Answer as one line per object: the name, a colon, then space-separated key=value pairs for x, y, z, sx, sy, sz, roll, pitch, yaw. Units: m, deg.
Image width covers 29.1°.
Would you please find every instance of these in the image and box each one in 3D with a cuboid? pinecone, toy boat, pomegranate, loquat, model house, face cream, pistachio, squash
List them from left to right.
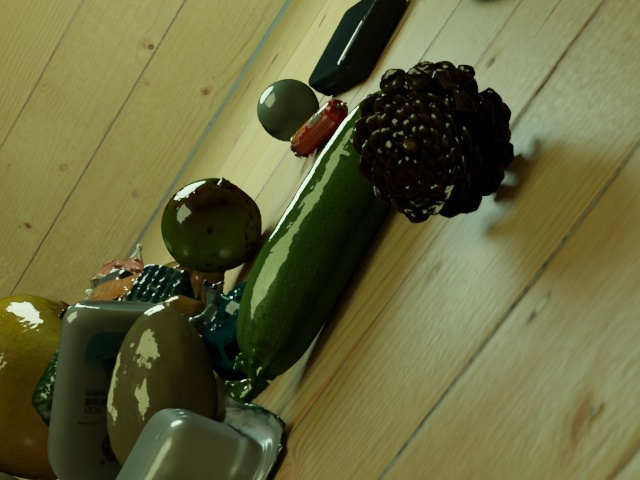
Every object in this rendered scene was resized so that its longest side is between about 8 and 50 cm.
loquat: x=-0.488 y=0.270 z=2.097 sx=0.359 sy=0.328 sz=0.328 roll=-55 pitch=12 yaw=0
face cream: x=-0.281 y=0.249 z=1.631 sx=0.080 sy=0.163 sz=0.337 roll=19 pitch=102 yaw=57
model house: x=-0.238 y=0.165 z=1.796 sx=0.301 sy=0.190 sz=0.271 roll=-24 pitch=30 yaw=44
pistachio: x=-0.194 y=0.191 z=1.517 sx=0.136 sy=0.136 sz=0.226 roll=-45 pitch=42 yaw=51
pomegranate: x=-0.168 y=0.001 z=1.906 sx=0.159 sy=0.159 sz=0.205 roll=-121 pitch=37 yaw=-76
toy boat: x=-0.106 y=0.096 z=1.530 sx=0.134 sy=0.092 sz=0.299 roll=-59 pitch=11 yaw=-14
squash: x=0.000 y=0.000 z=1.301 sx=0.379 sy=0.101 sz=0.101 roll=-62 pitch=12 yaw=-6
pinecone: x=0.098 y=-0.084 z=1.034 sx=0.121 sy=0.140 sz=0.140 roll=-24 pitch=-19 yaw=-46

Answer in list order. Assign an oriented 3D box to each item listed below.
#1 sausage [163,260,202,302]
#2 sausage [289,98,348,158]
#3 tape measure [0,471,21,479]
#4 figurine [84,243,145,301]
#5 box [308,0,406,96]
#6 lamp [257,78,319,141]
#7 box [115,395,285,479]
sausage: x=-0.260 y=0.093 z=2.136 sx=0.109 sy=0.109 sz=0.270 roll=-64 pitch=13 yaw=-19
sausage: x=0.002 y=-0.171 z=1.832 sx=0.050 sy=0.048 sz=0.145 roll=-22 pitch=-9 yaw=-32
tape measure: x=-0.560 y=0.516 z=2.030 sx=0.271 sy=0.231 sz=0.133 roll=-52 pitch=16 yaw=29
figurine: x=-0.409 y=0.131 z=2.582 sx=0.387 sy=0.166 sz=0.207 roll=-74 pitch=-25 yaw=-62
box: x=0.056 y=-0.312 z=1.934 sx=0.160 sy=0.050 sz=0.230 roll=-62 pitch=12 yaw=-7
lamp: x=-0.052 y=-0.211 z=2.005 sx=0.105 sy=0.105 sz=0.105 roll=-55 pitch=13 yaw=19
box: x=-0.173 y=0.301 z=1.273 sx=0.337 sy=0.106 sz=0.264 roll=-61 pitch=12 yaw=-9
